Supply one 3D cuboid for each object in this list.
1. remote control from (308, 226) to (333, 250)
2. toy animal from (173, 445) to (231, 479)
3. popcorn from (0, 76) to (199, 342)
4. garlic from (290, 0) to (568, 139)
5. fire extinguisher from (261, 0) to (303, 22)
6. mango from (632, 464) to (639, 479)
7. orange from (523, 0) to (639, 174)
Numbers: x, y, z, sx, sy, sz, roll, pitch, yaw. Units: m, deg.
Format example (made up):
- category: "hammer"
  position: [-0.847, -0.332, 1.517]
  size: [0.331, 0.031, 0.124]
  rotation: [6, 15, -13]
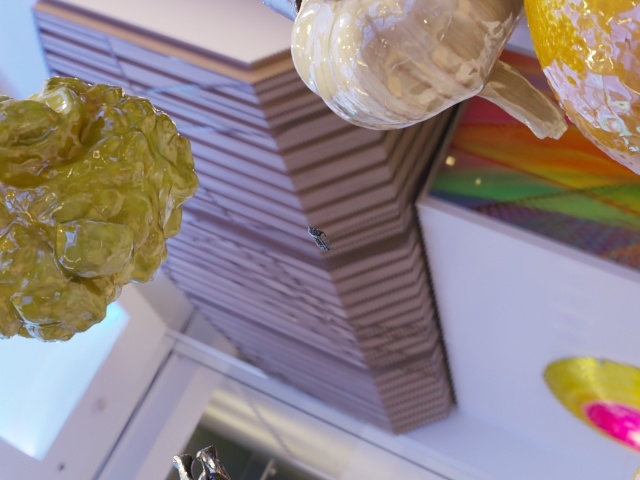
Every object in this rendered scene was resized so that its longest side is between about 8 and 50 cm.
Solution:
- category: "remote control"
  position: [0.000, 0.000, 2.079]
  size: [0.014, 0.039, 0.096]
  rotation: [-66, -21, -15]
- category: "toy animal"
  position: [-0.155, 0.413, 1.446]
  size: [0.114, 0.146, 0.245]
  rotation: [-29, -51, -9]
- category: "popcorn"
  position: [-0.255, -0.031, 0.954]
  size: [0.250, 0.241, 0.235]
  rotation: [-83, -26, -51]
- category: "garlic"
  position: [0.106, -0.152, 0.754]
  size: [0.226, 0.199, 0.199]
  rotation: [31, -102, -25]
- category: "fire extinguisher"
  position: [-0.023, -0.273, 1.041]
  size: [0.268, 0.072, 0.089]
  rotation: [-127, 20, -66]
- category: "mango"
  position: [0.432, 0.275, 1.060]
  size: [0.167, 0.130, 0.262]
  rotation: [-44, 11, -10]
- category: "orange"
  position: [0.248, -0.158, 0.584]
  size: [0.274, 0.274, 0.274]
  rotation: [-50, -27, -39]
